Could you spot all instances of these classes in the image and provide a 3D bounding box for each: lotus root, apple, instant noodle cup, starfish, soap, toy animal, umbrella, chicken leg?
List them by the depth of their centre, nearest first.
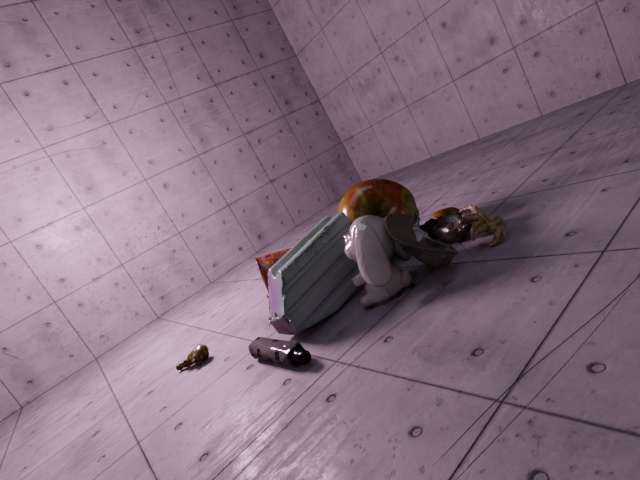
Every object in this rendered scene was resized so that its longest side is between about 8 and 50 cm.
[{"bbox_3d":[-0.133,0.352,1.284,0.337,0.067,0.073,-14,32,54],"label":"umbrella"},{"bbox_3d":[0.187,0.067,1.317,0.174,0.289,0.248,-20,35,33],"label":"toy animal"},{"bbox_3d":[0.538,-0.062,1.355,0.238,0.216,0.071,-1,-51,-39],"label":"starfish"},{"bbox_3d":[-0.015,0.129,1.466,0.446,0.261,0.156,-46,21,-31],"label":"soap"},{"bbox_3d":[0.488,-0.045,1.479,0.113,0.088,0.192,-50,14,-7],"label":"lotus root"},{"bbox_3d":[-0.535,0.495,1.681,0.178,0.070,0.093,-33,15,21],"label":"chicken leg"},{"bbox_3d":[0.238,-0.086,1.683,0.340,0.339,0.339,-28,11,6],"label":"apple"},{"bbox_3d":[-0.172,0.156,1.887,0.192,0.250,0.250,-22,10,-8],"label":"instant noodle cup"}]

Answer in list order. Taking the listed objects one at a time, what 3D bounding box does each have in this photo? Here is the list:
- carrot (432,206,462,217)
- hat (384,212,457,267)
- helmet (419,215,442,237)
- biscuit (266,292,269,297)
[{"bbox_3d":[0.548,-0.114,1.738,0.062,0.066,0.271,15,8,-3],"label":"carrot"},{"bbox_3d":[0.301,0.013,1.314,0.245,0.149,0.214,-7,42,-29],"label":"hat"},{"bbox_3d":[0.452,-0.048,1.618,0.123,0.070,0.098,-11,-16,-37],"label":"helmet"},{"bbox_3d":[-0.228,0.257,2.086,0.118,0.023,0.140,-32,12,-17],"label":"biscuit"}]
